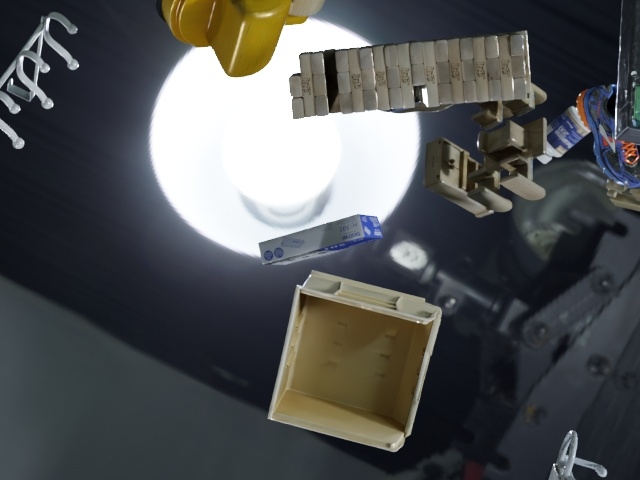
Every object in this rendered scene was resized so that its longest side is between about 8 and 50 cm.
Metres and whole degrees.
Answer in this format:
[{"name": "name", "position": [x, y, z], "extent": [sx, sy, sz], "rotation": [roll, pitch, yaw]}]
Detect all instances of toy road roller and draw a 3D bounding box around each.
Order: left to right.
[{"name": "toy road roller", "position": [-0.096, -0.397, 1.589], "extent": [0.240, 0.330, 0.202], "rotation": [62, -31, 26]}]

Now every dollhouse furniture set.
[{"name": "dollhouse furniture set", "position": [0.342, -0.151, 1.865], "extent": [0.242, 0.161, 0.212], "rotation": [-21, -126, 45]}, {"name": "dollhouse furniture set", "position": [0.809, -0.154, 2.479], "extent": [0.151, 0.144, 0.123], "rotation": [31, 80, -51]}]

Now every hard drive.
[{"name": "hard drive", "position": [0.608, -0.307, 1.598], "extent": [0.064, 0.237, 0.339], "rotation": [112, -14, -73]}]

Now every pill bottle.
[{"name": "pill bottle", "position": [0.496, -0.216, 2.033], "extent": [0.120, 0.067, 0.067], "rotation": [-43, -166, 25]}]

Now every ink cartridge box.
[{"name": "ink cartridge box", "position": [0.000, 0.000, 1.795], "extent": [0.097, 0.207, 0.046], "rotation": [3, 73, -66]}]

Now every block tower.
[{"name": "block tower", "position": [0.125, -0.231, 1.363], "extent": [0.097, 0.335, 0.091], "rotation": [-83, 167, -76]}]

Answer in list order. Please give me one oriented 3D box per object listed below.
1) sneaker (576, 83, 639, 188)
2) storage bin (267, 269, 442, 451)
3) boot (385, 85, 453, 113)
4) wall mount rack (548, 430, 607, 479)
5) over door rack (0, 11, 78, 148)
[{"name": "sneaker", "position": [0.569, -0.201, 1.878], "extent": [0.083, 0.221, 0.087], "rotation": [-20, 172, -34]}, {"name": "storage bin", "position": [0.065, 0.220, 1.794], "extent": [0.123, 0.260, 0.262], "rotation": [-56, 159, -73]}, {"name": "boot", "position": [0.239, -0.335, 2.317], "extent": [0.219, 0.082, 0.106], "rotation": [-11, -172, 33]}, {"name": "wall mount rack", "position": [0.495, 0.560, 1.888], "extent": [0.304, 0.130, 0.350], "rotation": [-36, 141, -82]}, {"name": "over door rack", "position": [-0.589, -0.276, 1.936], "extent": [0.324, 0.108, 0.239], "rotation": [-34, -153, 54]}]
